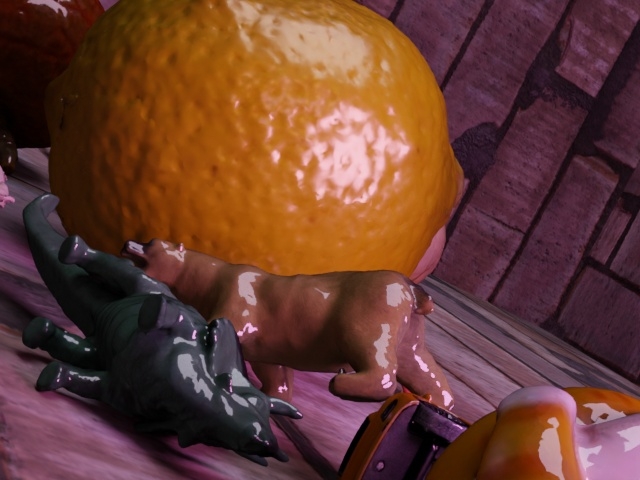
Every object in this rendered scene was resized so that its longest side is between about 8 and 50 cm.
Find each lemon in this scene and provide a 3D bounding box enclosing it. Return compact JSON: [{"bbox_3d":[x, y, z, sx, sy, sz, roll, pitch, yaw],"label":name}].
[{"bbox_3d":[-0.056,-0.071,0.958,0.336,0.336,0.336,28,4,-2],"label":"lemon"}]

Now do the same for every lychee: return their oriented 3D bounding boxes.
[{"bbox_3d":[-0.349,-0.202,1.260,0.255,0.300,0.255,6,-19,2],"label":"lychee"}]

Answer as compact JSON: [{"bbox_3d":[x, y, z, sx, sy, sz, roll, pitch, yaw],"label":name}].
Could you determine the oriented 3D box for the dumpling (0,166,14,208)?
[{"bbox_3d":[-0.265,-0.050,0.654,0.199,0.118,0.136,3,-16,41],"label":"dumpling"}]

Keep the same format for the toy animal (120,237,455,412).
[{"bbox_3d":[-0.024,0.054,0.741,0.219,0.101,0.103,2,-15,14],"label":"toy animal"}]

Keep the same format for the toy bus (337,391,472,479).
[{"bbox_3d":[0.086,0.146,0.667,0.194,0.083,0.088,28,0,-30],"label":"toy bus"}]

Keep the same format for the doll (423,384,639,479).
[{"bbox_3d":[0.131,0.147,0.447,0.167,0.162,0.269,-5,20,-15],"label":"doll"}]

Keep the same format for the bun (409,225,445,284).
[{"bbox_3d":[0.000,0.000,1.375,0.299,0.164,0.299,11,9,-2],"label":"bun"}]

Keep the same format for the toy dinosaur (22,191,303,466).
[{"bbox_3d":[-0.120,0.044,0.654,0.292,0.079,0.120,33,1,33],"label":"toy dinosaur"}]

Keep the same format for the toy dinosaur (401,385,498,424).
[{"bbox_3d":[0.123,0.171,0.911,0.139,0.070,0.286,-9,29,-45],"label":"toy dinosaur"}]
